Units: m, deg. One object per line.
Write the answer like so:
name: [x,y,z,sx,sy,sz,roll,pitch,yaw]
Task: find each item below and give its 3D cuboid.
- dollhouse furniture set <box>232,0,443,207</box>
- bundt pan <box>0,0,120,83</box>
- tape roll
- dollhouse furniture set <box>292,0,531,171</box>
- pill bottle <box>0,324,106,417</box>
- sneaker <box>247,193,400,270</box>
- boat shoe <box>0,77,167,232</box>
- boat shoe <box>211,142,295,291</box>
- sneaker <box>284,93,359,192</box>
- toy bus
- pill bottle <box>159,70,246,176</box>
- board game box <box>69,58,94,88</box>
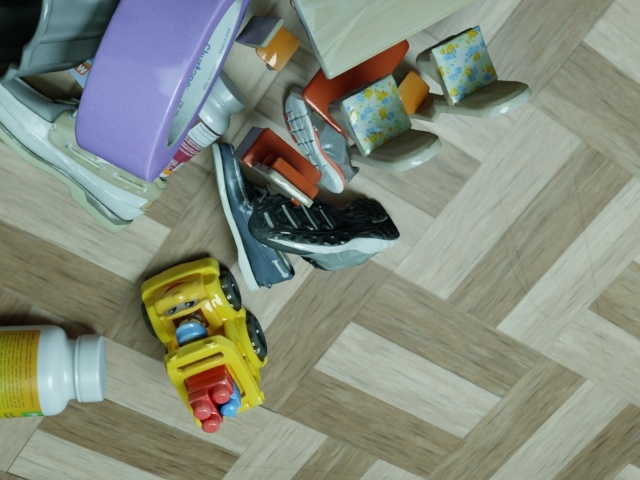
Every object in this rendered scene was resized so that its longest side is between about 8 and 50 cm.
dollhouse furniture set: [0.014,-0.174,1.106,0.262,0.135,0.259,38,86,-28]
bundt pan: [-0.291,-0.333,0.926,0.124,0.331,0.331,-8,126,-38]
tape roll: [-0.168,-0.206,0.975,0.090,0.275,0.275,26,114,-4]
dollhouse furniture set: [0.162,-0.316,0.939,0.394,0.256,0.362,-31,110,-14]
pill bottle: [-0.451,0.196,1.303,0.245,0.136,0.136,-1,120,-7]
sneaker: [0.000,0.000,1.227,0.271,0.100,0.108,5,137,-49]
boat shoe: [-0.329,-0.140,1.147,0.103,0.113,0.302,-35,129,11]
boat shoe: [-0.095,-0.033,1.245,0.079,0.095,0.254,-13,123,2]
sneaker: [0.005,-0.146,1.227,0.065,0.061,0.158,-38,117,-22]
toy bus: [-0.172,0.169,1.287,0.149,0.211,0.220,-20,120,6]
pill bottle: [-0.178,-0.160,1.164,0.152,0.086,0.086,-36,119,12]
board game box: [-0.251,-0.298,1.100,0.211,0.039,0.160,-31,120,11]
